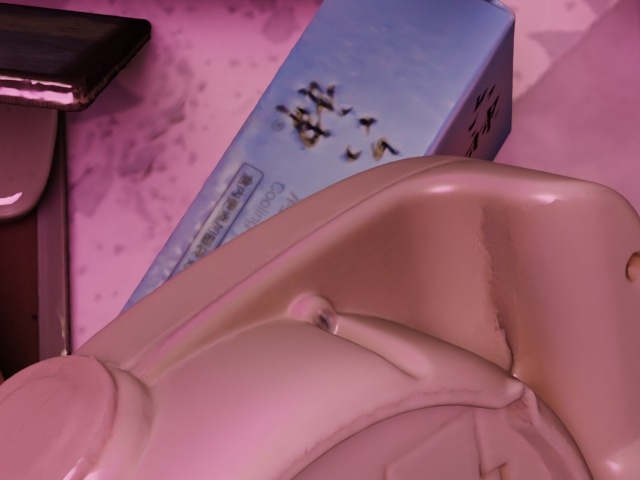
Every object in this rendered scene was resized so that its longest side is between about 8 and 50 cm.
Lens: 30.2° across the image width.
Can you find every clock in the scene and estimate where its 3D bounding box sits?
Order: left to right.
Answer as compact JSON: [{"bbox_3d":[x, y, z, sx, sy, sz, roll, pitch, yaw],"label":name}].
[{"bbox_3d":[-0.003,0.139,0.408,0.324,0.265,0.108,-29,28,-32],"label":"clock"}]

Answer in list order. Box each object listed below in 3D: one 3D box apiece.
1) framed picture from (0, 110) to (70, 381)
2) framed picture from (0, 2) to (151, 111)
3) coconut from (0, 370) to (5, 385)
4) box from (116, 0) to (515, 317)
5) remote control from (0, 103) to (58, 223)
[{"bbox_3d":[-0.240,0.065,0.631,0.231,0.018,0.293,-6,74,7],"label":"framed picture"},{"bbox_3d":[-0.257,-0.100,0.527,0.347,0.265,0.016,6,104,-4],"label":"framed picture"},{"bbox_3d":[-0.306,0.120,0.450,0.344,0.415,0.415,-38,72,8],"label":"coconut"},{"bbox_3d":[0.000,0.000,0.543,0.083,0.142,0.232,31,81,15],"label":"box"},{"bbox_3d":[-0.291,-0.063,0.613,0.309,0.038,0.090,7,76,-2],"label":"remote control"}]
